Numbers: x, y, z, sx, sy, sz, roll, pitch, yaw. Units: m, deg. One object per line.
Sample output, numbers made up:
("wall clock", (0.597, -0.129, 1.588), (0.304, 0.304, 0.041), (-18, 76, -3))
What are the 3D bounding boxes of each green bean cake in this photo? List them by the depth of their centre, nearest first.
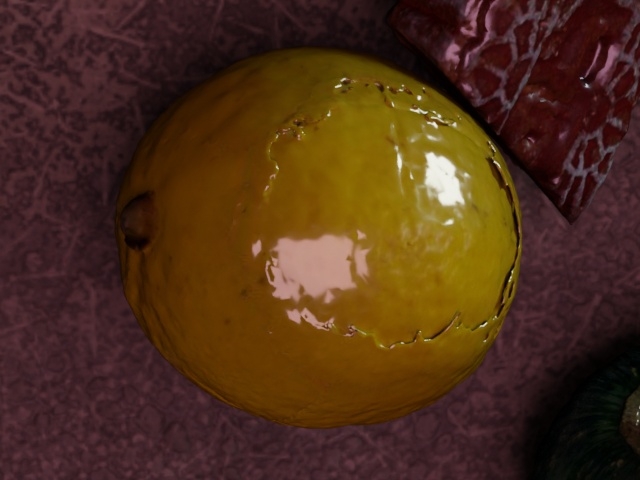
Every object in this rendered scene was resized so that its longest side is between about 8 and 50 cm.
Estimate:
("green bean cake", (0.155, -0.139, 1.209), (0.233, 0.097, 0.198), (21, 100, -44))

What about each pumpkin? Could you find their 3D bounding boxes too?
("pumpkin", (0.304, 0.207, 1.333), (0.293, 0.197, 0.263), (-46, 119, -3))

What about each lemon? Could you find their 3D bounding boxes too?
("lemon", (0.001, 0.000, 1.165), (0.297, 0.297, 0.297), (-3, 107, -10))
